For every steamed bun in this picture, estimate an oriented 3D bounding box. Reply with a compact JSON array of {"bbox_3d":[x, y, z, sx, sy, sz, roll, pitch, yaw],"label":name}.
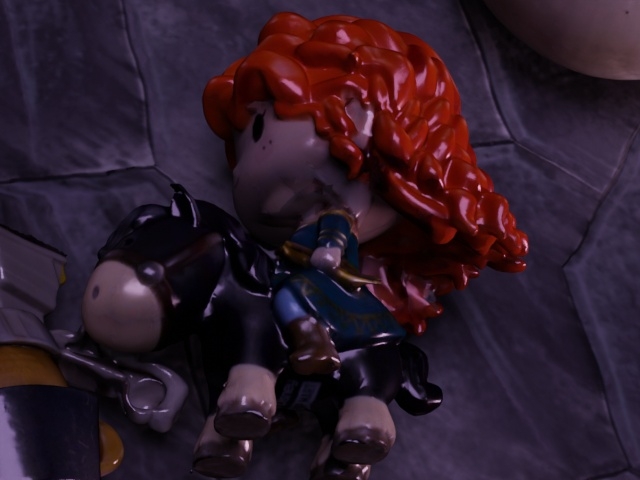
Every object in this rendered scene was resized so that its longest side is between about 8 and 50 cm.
[{"bbox_3d":[0.296,-0.306,1.344,0.324,0.206,0.324,4,60,-7],"label":"steamed bun"}]

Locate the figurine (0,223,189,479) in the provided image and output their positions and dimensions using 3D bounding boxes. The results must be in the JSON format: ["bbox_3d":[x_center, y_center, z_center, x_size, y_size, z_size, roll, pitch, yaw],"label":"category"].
[{"bbox_3d":[-0.254,0.129,1.001,0.308,0.143,0.309,-2,57,3],"label":"figurine"}]

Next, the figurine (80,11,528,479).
[{"bbox_3d":[-0.010,0.005,1.074,0.306,0.241,0.412,26,56,17],"label":"figurine"}]
